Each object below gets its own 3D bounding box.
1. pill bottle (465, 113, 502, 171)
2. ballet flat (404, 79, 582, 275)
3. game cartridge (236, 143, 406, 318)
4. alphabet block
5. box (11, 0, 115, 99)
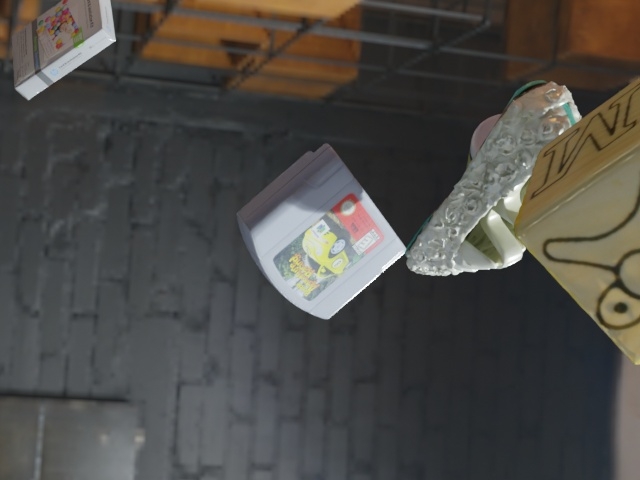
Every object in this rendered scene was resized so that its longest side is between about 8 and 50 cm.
[{"bbox_3d":[0.269,-0.081,1.956,0.208,0.119,0.119,93,-6,-58],"label":"pill bottle"},{"bbox_3d":[0.231,-0.041,1.753,0.409,0.147,0.147,119,-28,-52],"label":"ballet flat"},{"bbox_3d":[0.000,0.000,1.993,0.060,0.196,0.294,54,3,39],"label":"game cartridge"},{"bbox_3d":[0.327,-0.037,1.262,0.197,0.192,0.193,-37,-169,32],"label":"alphabet block"},{"bbox_3d":[-0.425,-0.333,2.190,0.186,0.038,0.145,-29,-135,16],"label":"box"}]
